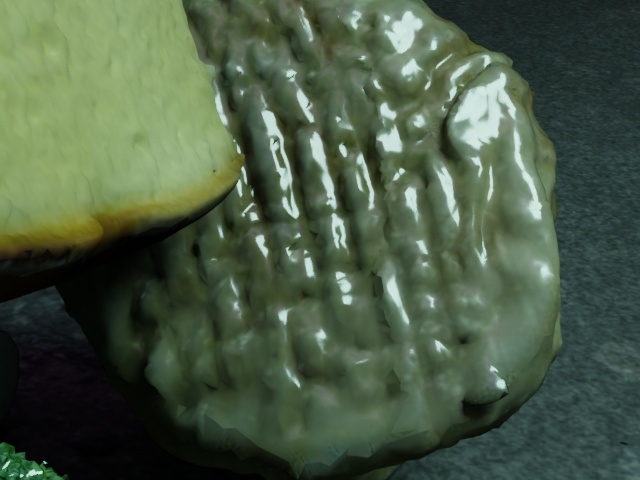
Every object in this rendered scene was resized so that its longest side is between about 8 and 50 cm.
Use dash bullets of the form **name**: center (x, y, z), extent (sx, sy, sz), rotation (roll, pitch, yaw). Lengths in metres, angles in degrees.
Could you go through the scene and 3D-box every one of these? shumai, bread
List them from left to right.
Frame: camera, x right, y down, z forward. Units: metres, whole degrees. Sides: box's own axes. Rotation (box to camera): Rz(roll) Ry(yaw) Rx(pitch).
- **bread**: center (-0.234, -0.021, 0.428), extent (0.333, 0.143, 0.323), rotation (-12, 6, 17)
- **shumai**: center (0.000, 0.000, 0.670), extent (0.267, 0.262, 0.314), rotation (-33, 72, 0)

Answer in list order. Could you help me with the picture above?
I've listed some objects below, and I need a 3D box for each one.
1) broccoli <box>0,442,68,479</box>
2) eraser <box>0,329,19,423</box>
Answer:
- **broccoli**: center (-0.179, 0.186, 0.387), extent (0.269, 0.261, 0.241), rotation (-41, 8, 0)
- **eraser**: center (-0.346, 0.044, 0.722), extent (0.189, 0.104, 0.290), rotation (-10, 27, -44)
